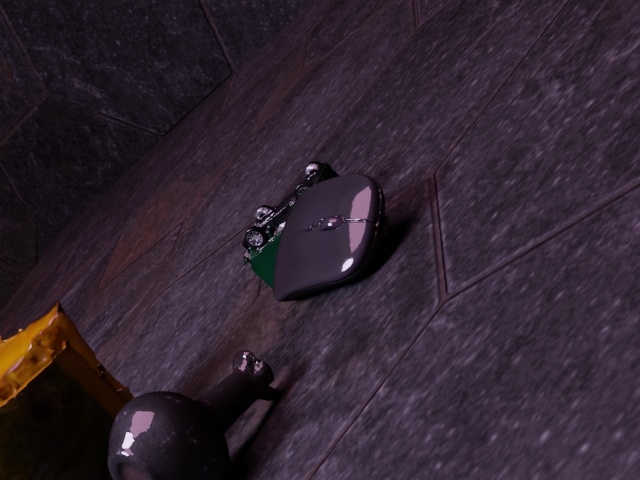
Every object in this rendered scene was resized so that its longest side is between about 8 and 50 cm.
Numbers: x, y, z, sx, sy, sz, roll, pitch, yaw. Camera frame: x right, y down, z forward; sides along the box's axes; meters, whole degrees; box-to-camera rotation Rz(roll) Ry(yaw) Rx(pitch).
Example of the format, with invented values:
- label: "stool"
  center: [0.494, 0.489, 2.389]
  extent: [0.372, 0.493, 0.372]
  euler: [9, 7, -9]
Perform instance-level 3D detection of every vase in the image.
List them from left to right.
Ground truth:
- label: "vase"
  center: [-0.111, 0.173, 1.450]
  extent: [0.183, 0.120, 0.120]
  euler: [-39, 5, -35]

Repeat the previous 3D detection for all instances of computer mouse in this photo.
- label: "computer mouse"
  center: [-0.001, 0.000, 1.622]
  extent: [0.232, 0.057, 0.120]
  euler: [-20, 56, 65]

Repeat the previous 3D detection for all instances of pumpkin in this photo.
- label: "pumpkin"
  center: [-0.303, 0.229, 1.637]
  extent: [0.256, 0.225, 0.303]
  euler: [-39, 10, 7]

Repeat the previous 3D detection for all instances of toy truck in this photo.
- label: "toy truck"
  center: [-0.026, -0.020, 1.770]
  extent: [0.147, 0.079, 0.065]
  euler: [-42, 13, 30]
